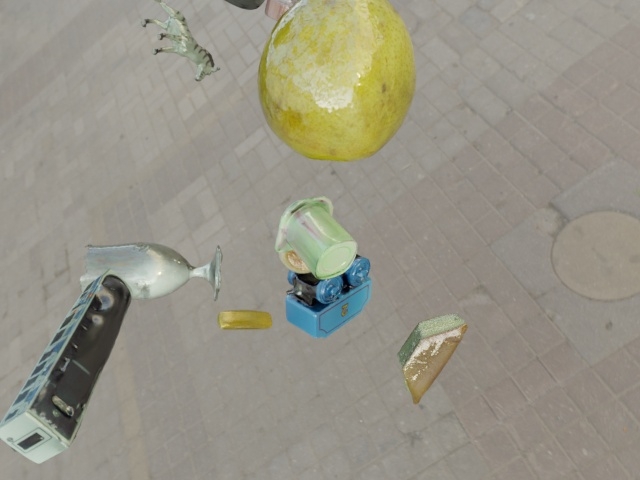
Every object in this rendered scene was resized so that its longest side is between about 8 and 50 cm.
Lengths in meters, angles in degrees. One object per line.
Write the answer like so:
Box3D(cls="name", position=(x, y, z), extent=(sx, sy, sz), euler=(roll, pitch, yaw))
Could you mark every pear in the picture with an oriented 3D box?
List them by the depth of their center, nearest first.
Box3D(cls="pear", position=(0.033, -0.307, 0.925), extent=(0.304, 0.304, 0.303), euler=(-14, 59, 25))

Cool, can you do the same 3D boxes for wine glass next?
Box3D(cls="wine glass", position=(-0.276, 0.052, 0.838), extent=(0.222, 0.103, 0.103), euler=(1, 59, -10))

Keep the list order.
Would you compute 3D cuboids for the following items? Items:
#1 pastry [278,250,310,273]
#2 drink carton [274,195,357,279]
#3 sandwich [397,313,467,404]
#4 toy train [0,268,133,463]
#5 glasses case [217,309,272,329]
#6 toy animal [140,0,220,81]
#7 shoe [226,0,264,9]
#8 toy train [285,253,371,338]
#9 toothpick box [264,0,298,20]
Box3D(cls="pastry", position=(-0.054, 0.025, 1.561), extent=(0.156, 0.156, 0.092), euler=(-24, 20, 19))
Box3D(cls="drink carton", position=(0.000, 0.000, 1.130), extent=(0.142, 0.146, 0.144), euler=(48, 137, 38))
Box3D(cls="sandwich", position=(0.256, 0.279, 1.245), extent=(0.258, 0.096, 0.094), euler=(-62, 8, 15))
Box3D(cls="toy train", position=(-0.208, 0.091, 0.439), extent=(0.047, 0.043, 0.207), euler=(-31, 25, 10))
Box3D(cls="glasses case", position=(-0.301, 0.317, 2.014), extent=(0.064, 0.234, 0.079), euler=(-45, 50, 40))
Box3D(cls="toy animal", position=(-0.374, -0.543, 1.354), extent=(0.073, 0.176, 0.216), euler=(-28, 78, 39))
Box3D(cls="shoe", position=(-0.213, -0.612, 1.140), extent=(0.093, 0.241, 0.108), euler=(-39, 58, 42))
Box3D(cls="toy train", position=(0.025, 0.170, 1.693), extent=(0.188, 0.265, 0.300), euler=(26, 39, 37))
Box3D(cls="toothpick box", position=(-0.048, -0.521, 1.021), extent=(0.098, 0.098, 0.148), euler=(48, 129, 39))
